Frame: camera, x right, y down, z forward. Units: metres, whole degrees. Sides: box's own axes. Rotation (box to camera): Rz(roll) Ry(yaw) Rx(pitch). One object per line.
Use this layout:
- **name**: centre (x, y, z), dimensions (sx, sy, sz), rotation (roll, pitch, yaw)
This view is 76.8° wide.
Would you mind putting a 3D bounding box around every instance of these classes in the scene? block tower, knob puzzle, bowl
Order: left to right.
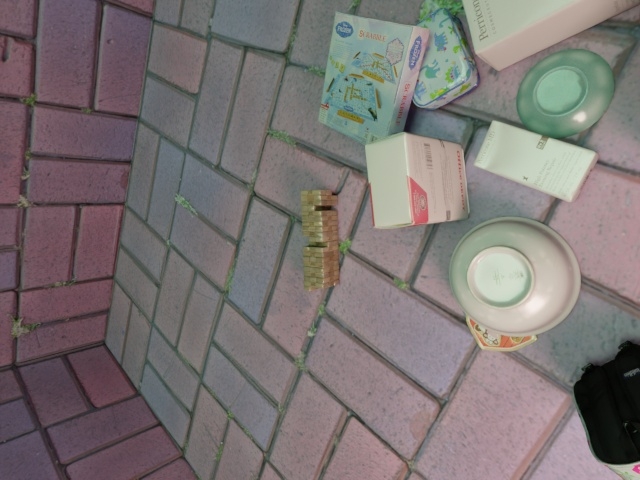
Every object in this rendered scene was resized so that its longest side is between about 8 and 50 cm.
- **block tower**: centre (0.000, 0.000, 1.354), dimensions (0.097, 0.091, 0.336), rotation (4, 97, 40)
- **knob puzzle**: centre (0.454, 0.200, 1.032), dimensions (0.213, 0.030, 0.213), rotation (5, 98, 39)
- **bowl**: centre (0.431, 0.086, 0.946), dimensions (0.297, 0.134, 0.298), rotation (-1, 87, 35)

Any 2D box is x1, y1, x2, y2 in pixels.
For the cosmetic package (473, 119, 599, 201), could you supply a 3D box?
- **cosmetic package**: centre (0.489, -0.184, 0.930), dimensions (0.231, 0.085, 0.117), rotation (31, 113, 33)

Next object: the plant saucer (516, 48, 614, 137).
- **plant saucer**: centre (0.538, -0.330, 0.904), dimensions (0.195, 0.037, 0.195), rotation (5, 97, 41)

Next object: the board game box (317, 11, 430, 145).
- **board game box**: centre (0.130, -0.451, 1.146), dimensions (0.318, 0.065, 0.318), rotation (41, 131, 41)

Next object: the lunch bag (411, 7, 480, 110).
- **lunch bag**: centre (0.299, -0.465, 1.057), dimensions (0.176, 0.090, 0.219), rotation (-24, 79, 38)

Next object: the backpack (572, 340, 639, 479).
- **backpack**: centre (0.625, 0.347, 0.760), dimensions (0.191, 0.253, 0.225), rotation (44, 121, 5)

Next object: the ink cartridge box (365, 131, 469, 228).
- **ink cartridge box**: centre (0.249, -0.141, 1.007), dimensions (0.117, 0.283, 0.207), rotation (-6, 90, 44)

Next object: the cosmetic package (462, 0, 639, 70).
- **cosmetic package**: centre (0.529, -0.569, 0.807), dimensions (0.453, 0.161, 0.230), rotation (-17, 83, 40)
